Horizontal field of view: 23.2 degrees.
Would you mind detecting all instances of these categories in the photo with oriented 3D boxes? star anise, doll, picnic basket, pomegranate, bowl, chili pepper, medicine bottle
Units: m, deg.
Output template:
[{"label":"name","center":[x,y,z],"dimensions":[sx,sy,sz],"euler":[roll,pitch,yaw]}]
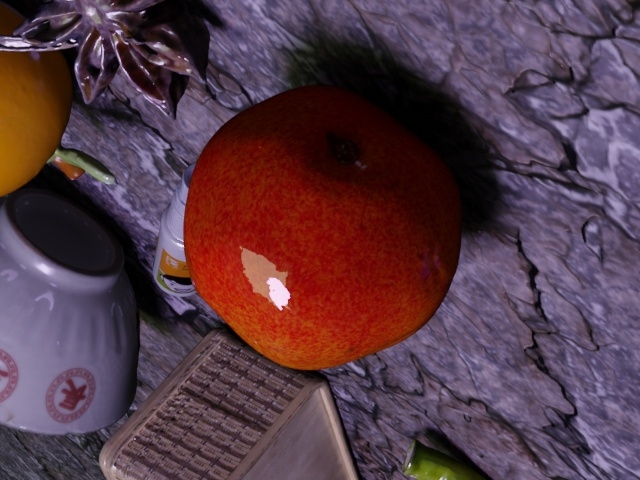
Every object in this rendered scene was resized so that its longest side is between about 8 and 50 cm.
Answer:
[{"label":"star anise","center":[-0.188,-0.199,1.324],"dimensions":[0.262,0.081,0.230],"euler":[-9,126,45]},{"label":"doll","center":[-0.318,-0.117,1.521],"dimensions":[0.236,0.213,0.213],"euler":[36,158,-20]},{"label":"picnic basket","center":[-0.096,0.286,1.781],"dimensions":[0.175,0.228,0.312],"euler":[23,148,32]},{"label":"pomegranate","center":[0.000,0.000,1.230],"dimensions":[0.221,0.221,0.256],"euler":[35,162,15]},{"label":"bowl","center":[-0.319,0.047,1.748],"dimensions":[0.337,0.337,0.157],"euler":[39,115,7]},{"label":"chili pepper","center":[0.167,0.274,1.592],"dimensions":[0.202,0.052,0.050],"euler":[41,-176,0]},{"label":"medicine bottle","center":[-0.115,-0.007,1.558],"dimensions":[0.092,0.061,0.220],"euler":[17,153,-2]}]
